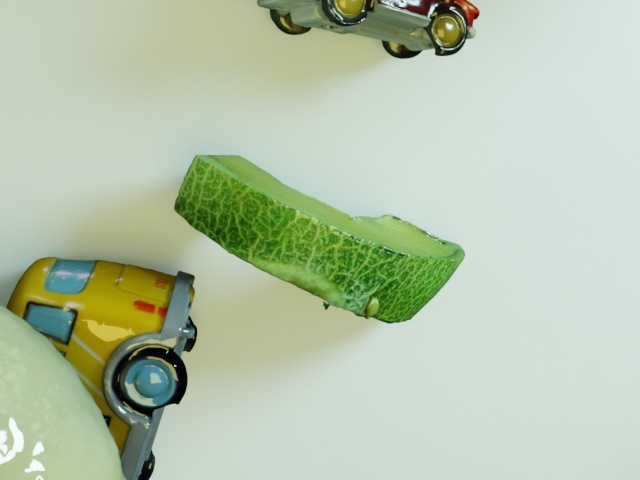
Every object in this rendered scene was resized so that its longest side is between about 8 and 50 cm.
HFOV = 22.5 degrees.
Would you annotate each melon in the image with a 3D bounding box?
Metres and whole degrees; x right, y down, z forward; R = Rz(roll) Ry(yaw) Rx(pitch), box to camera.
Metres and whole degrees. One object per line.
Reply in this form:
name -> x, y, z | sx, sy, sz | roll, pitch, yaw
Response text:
melon -> 0.000, 0.000, 1.091 | 0.209, 0.118, 0.064 | 25, 106, -11

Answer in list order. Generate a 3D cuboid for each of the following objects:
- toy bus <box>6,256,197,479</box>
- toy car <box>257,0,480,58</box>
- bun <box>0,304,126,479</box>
toy bus -> -0.167, 0.112, 1.088 | 0.136, 0.126, 0.209 | 16, 104, -5
toy car -> 0.038, -0.183, 1.051 | 0.139, 0.112, 0.112 | 11, 89, -23
bun -> -0.302, 0.188, 0.980 | 0.364, 0.202, 0.364 | 7, 107, 23
